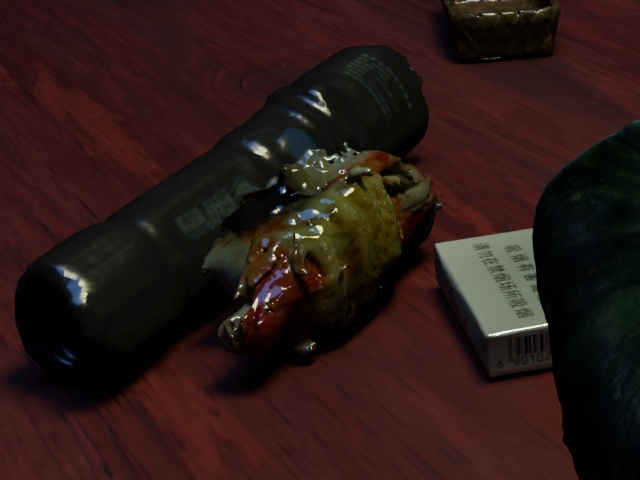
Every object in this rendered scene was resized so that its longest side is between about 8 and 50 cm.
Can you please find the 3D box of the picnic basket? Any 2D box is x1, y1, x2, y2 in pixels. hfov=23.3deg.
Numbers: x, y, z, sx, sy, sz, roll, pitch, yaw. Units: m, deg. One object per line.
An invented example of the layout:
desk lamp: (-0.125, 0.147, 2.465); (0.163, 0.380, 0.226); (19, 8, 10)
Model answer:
picnic basket: (0.171, -0.225, 1.499); (0.110, 0.055, 0.193); (-4, 24, 3)

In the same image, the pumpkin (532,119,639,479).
pumpkin: (0.244, 0.073, 0.622); (0.293, 0.263, 0.197); (-12, 63, 25)

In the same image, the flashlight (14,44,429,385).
flashlight: (-0.056, -0.031, 1.077); (0.103, 0.103, 0.424); (8, 28, 29)

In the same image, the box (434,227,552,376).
box: (0.204, 0.022, 0.968); (0.245, 0.035, 0.139); (-9, 24, -5)

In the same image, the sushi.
sushi: (-0.003, -0.002, 0.989); (0.103, 0.097, 0.226); (12, 32, 25)
